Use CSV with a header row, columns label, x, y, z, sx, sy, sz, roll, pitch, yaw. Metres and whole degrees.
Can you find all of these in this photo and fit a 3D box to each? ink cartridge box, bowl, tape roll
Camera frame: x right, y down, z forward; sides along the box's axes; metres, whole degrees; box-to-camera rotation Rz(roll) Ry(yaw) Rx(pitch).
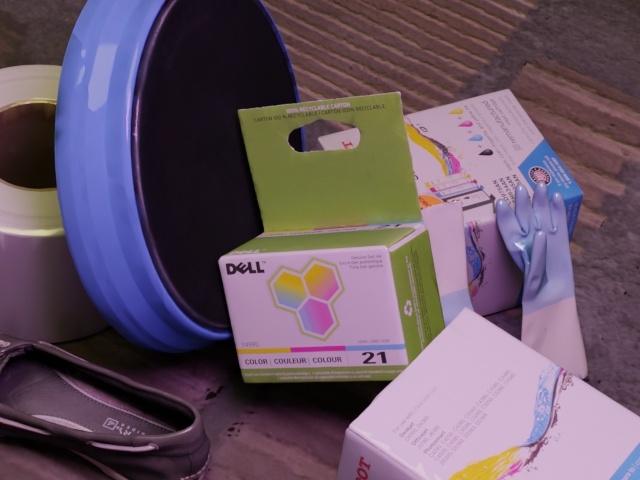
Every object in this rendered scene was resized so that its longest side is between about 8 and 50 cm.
label,x,y,z,sx,sy,sz,roll,pitch,yaw
ink cartridge box,0.122,-0.024,1.928,0.232,0.168,0.171,-15,53,-20
bowl,-0.123,-0.084,1.802,0.077,0.391,0.391,-1,42,26
tape roll,-0.286,-0.039,1.879,0.246,0.169,0.246,4,47,-5
ink cartridge box,0.171,0.242,1.676,0.270,0.198,0.197,33,52,19
ink cartridge box,0.000,0.000,1.752,0.188,0.255,0.097,-4,15,29

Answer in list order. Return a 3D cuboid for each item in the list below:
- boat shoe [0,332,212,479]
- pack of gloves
label,x,y,z,sx,sy,sz,roll,pitch,yaw
boat shoe,-0.258,0.145,1.767,0.335,0.095,0.112,20,48,9
pack of gloves,0.179,0.065,1.825,0.195,0.232,0.046,-18,20,-20
